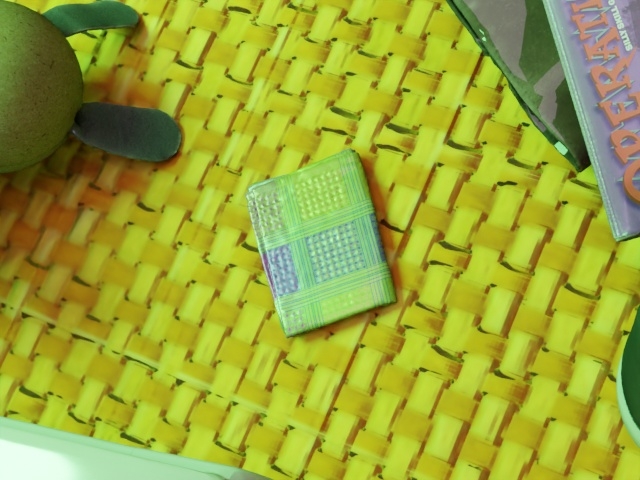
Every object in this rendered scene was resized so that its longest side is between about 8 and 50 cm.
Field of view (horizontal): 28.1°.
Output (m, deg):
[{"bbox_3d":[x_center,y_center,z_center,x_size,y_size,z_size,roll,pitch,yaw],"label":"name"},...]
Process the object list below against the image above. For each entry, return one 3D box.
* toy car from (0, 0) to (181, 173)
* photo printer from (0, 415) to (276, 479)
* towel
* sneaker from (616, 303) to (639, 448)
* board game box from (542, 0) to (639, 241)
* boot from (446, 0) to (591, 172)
[{"bbox_3d":[-0.173,-0.066,0.646,0.188,0.149,0.155,-15,68,-18],"label":"toy car"},{"bbox_3d":[-0.163,0.225,0.529,0.256,0.107,0.308,9,75,21],"label":"photo printer"},{"bbox_3d":[0.000,0.000,0.606,0.060,0.009,0.083,-20,68,10],"label":"towel"},{"bbox_3d":[0.247,0.017,0.443,0.295,0.147,0.105,-13,66,13],"label":"sneaker"},{"bbox_3d":[0.166,-0.193,0.495,0.208,0.056,0.347,-16,85,15],"label":"board game box"},{"bbox_3d":[0.133,-0.180,0.561,0.207,0.090,0.248,-31,81,6],"label":"boot"}]
